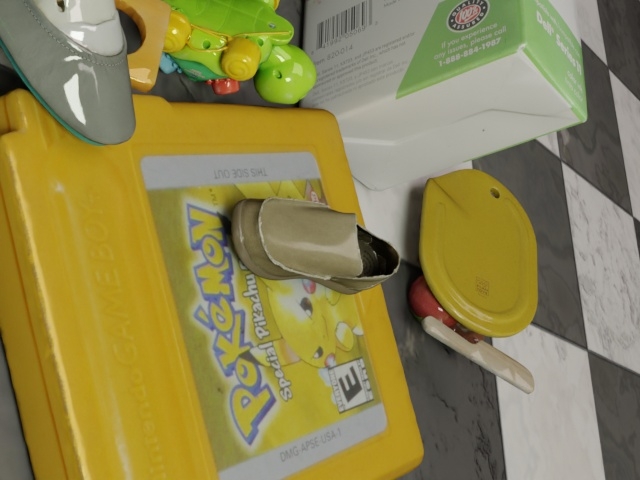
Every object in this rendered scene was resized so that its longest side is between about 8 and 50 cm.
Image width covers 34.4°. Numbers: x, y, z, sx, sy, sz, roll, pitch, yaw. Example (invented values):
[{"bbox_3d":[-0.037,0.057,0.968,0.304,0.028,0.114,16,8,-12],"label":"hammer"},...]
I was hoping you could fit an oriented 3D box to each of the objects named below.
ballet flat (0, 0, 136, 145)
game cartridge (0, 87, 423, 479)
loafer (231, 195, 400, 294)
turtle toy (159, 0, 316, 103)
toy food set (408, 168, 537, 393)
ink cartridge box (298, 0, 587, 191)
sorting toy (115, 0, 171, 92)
[{"bbox_3d":[-0.152,-0.151,0.551,0.213,0.068,0.072,58,32,5],"label":"ballet flat"},{"bbox_3d":[-0.058,0.049,0.658,0.323,0.052,0.285,-8,82,-58],"label":"game cartridge"},{"bbox_3d":[0.000,0.000,0.679,0.148,0.050,0.056,14,64,-52],"label":"loafer"},{"bbox_3d":[-0.061,-0.136,0.707,0.130,0.066,0.095,21,51,-9],"label":"turtle toy"},{"bbox_3d":[0.126,0.036,0.933,0.128,0.071,0.218,26,49,-19],"label":"toy food set"},{"bbox_3d":[0.099,-0.242,0.881,0.119,0.207,0.354,33,51,-45],"label":"ink cartridge box"},{"bbox_3d":[-0.106,-0.259,0.659,0.196,0.047,0.348,6,68,-27],"label":"sorting toy"}]
